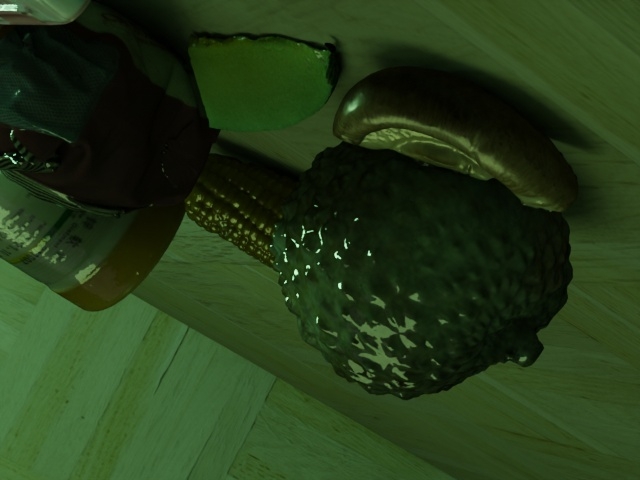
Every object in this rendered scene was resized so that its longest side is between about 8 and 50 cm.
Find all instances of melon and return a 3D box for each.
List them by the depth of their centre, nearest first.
[{"bbox_3d":[-0.047,-0.157,1.262,0.114,0.053,0.261,52,155,-20],"label":"melon"}]

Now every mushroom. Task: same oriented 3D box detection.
[{"bbox_3d":[0.108,-0.089,1.098,0.209,0.072,0.094,19,168,20],"label":"mushroom"}]

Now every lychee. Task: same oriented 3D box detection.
[{"bbox_3d":[0.091,0.017,1.233,0.274,0.255,0.255,48,178,26],"label":"lychee"}]

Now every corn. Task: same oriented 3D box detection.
[{"bbox_3d":[0.000,0.000,1.615,0.363,0.120,0.120,28,169,12],"label":"corn"}]

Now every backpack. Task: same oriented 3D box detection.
[{"bbox_3d":[-0.285,-0.157,1.353,0.317,0.197,0.283,26,175,19],"label":"backpack"}]

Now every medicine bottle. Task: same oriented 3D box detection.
[{"bbox_3d":[-0.318,-0.064,1.726,0.232,0.238,0.238,34,166,-29],"label":"medicine bottle"}]

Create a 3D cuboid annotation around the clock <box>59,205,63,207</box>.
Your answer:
[{"bbox_3d":[-0.312,-0.150,1.556,0.211,0.159,0.066,39,156,-25],"label":"clock"}]

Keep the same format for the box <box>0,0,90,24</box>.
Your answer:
[{"bbox_3d":[-0.341,-0.312,1.061,0.369,0.112,0.190,38,164,-34],"label":"box"}]
